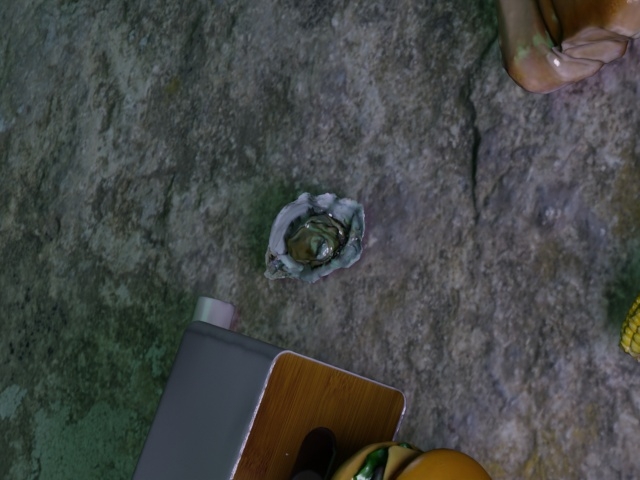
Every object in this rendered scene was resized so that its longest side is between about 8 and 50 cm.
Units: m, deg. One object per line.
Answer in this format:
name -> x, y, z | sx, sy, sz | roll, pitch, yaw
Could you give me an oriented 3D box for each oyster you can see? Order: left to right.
oyster -> 0.000, 0.001, 1.824 | 0.100, 0.037, 0.098 | 16, 104, 29

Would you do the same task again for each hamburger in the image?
hamburger -> 0.070, 0.234, 1.550 | 0.115, 0.162, 0.162 | 1, 74, 45

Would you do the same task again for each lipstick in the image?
lipstick -> -0.115, 0.120, 1.880 | 0.038, 0.038, 0.131 | 6, 77, 48

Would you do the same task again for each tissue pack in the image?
tissue pack -> -0.060, 0.210, 1.694 | 0.136, 0.159, 0.246 | 17, 87, 50

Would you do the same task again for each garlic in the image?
garlic -> 0.223, -0.254, 1.619 | 0.217, 0.110, 0.228 | -31, 67, 57

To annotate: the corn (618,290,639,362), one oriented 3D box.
corn -> 0.295, 0.013, 1.473 | 0.203, 0.072, 0.072 | -55, 43, 16
